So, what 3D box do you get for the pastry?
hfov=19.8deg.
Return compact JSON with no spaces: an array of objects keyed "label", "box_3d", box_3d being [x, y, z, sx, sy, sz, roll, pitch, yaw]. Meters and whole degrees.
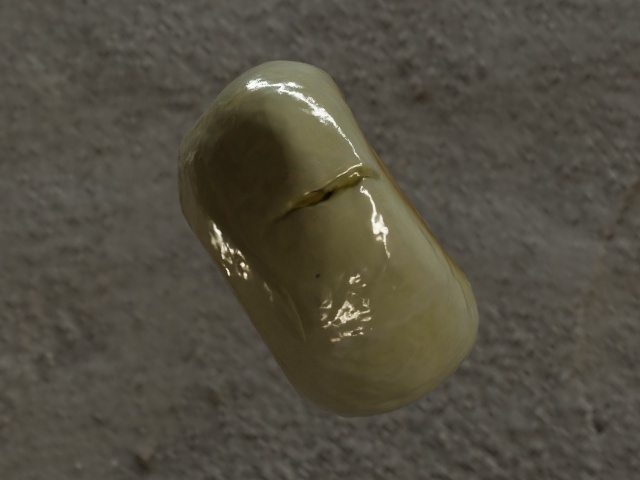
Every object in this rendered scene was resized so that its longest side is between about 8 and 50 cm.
[{"label":"pastry","box_3d":[0.000,0.000,0.776,0.092,0.156,0.156,-36,42,-4]}]
